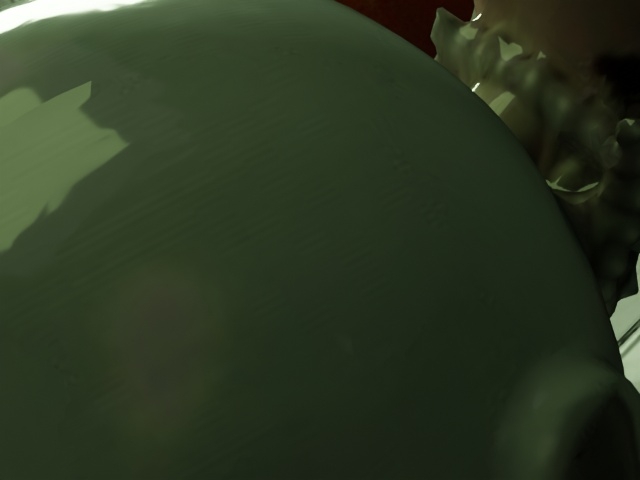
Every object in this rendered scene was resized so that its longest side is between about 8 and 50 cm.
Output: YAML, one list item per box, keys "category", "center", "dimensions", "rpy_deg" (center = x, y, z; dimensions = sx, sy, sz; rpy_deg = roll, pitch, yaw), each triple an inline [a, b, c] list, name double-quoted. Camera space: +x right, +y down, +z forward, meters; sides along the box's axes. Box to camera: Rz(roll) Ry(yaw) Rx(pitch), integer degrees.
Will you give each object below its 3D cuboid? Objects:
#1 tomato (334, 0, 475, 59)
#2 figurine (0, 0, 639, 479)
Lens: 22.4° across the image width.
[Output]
- category: "tomato"
  center: [0.040, -0.080, 0.929]
  dimensions: [0.200, 0.139, 0.233]
  rpy_deg: [3, -59, -48]
- category: "figurine"
  center: [-0.003, 0.000, 0.470]
  dimensions: [0.361, 0.211, 0.253]
  rpy_deg: [-37, 12, -16]
